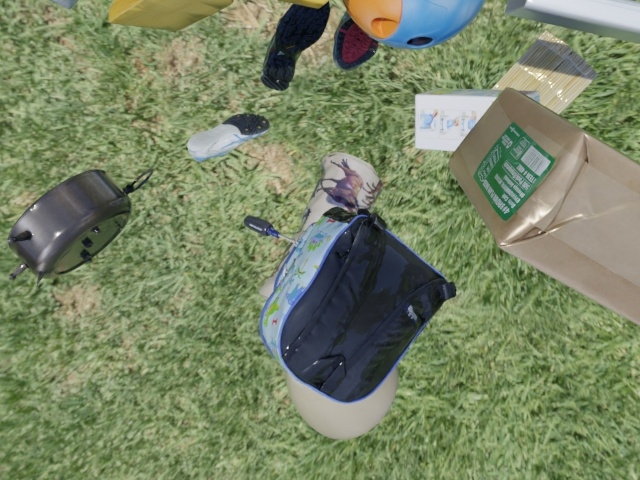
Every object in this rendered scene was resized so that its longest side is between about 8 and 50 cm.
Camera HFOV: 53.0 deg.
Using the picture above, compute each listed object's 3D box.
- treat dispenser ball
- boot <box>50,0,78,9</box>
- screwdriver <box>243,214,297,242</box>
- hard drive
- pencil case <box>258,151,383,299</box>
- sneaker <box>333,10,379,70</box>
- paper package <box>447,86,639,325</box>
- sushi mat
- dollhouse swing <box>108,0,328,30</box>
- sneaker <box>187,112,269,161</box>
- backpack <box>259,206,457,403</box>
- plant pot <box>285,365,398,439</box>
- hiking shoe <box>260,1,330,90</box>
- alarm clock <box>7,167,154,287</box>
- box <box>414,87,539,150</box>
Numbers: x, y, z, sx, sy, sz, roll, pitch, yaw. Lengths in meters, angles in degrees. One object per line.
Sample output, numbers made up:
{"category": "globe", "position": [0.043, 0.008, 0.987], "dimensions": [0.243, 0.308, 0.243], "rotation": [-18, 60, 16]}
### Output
{"category": "treat dispenser ball", "position": [0.172, -0.498, 1.173], "dimensions": [0.288, 0.288, 0.288], "rotation": [3, 102, 12]}
{"category": "boot", "position": [-0.217, -0.215, 0.342], "dimensions": [0.258, 0.095, 0.123], "rotation": [27, 95, 17]}
{"category": "screwdriver", "position": [-0.052, -0.001, 0.934], "dimensions": [0.170, 0.024, 0.025], "rotation": [29, 86, 37]}
{"category": "hard drive", "position": [0.436, -0.316, 0.928], "dimensions": [0.307, 0.203, 0.040], "rotation": [15, 108, 3]}
{"category": "pencil case", "position": [0.000, 0.000, 1.522], "dimensions": [0.160, 0.183, 0.410], "rotation": [27, 84, -15]}
{"category": "sneaker", "position": [0.085, -0.498, 1.583], "dimensions": [0.104, 0.262, 0.125], "rotation": [27, 148, -12]}
{"category": "paper package", "position": [0.367, -0.054, 0.897], "dimensions": [0.309, 0.325, 0.168], "rotation": [26, 111, -12]}
{"category": "sushi mat", "position": [0.447, -0.299, 1.437], "dimensions": [0.151, 0.019, 0.316], "rotation": [41, 114, -2]}
{"category": "dollhouse swing", "position": [-0.162, -0.545, 1.107], "dimensions": [0.315, 0.305, 0.347], "rotation": [2, 91, 52]}
{"category": "sneaker", "position": [-0.253, -0.286, 1.789], "dimensions": [0.237, 0.086, 0.085], "rotation": [-20, 64, 0]}
{"category": "backpack", "position": [0.015, 0.047, 0.444], "dimensions": [0.105, 0.084, 0.114], "rotation": [39, 79, -23]}
{"category": "plant pot", "position": [0.024, 0.323, 1.585], "dimensions": [0.284, 0.284, 0.191], "rotation": [-30, 136, 17]}
{"category": "hiking shoe", "position": [-0.077, -0.537, 1.663], "dimensions": [0.113, 0.132, 0.304], "rotation": [18, 137, -25]}
{"category": "alarm clock", "position": [-0.255, -0.026, 0.711], "dimensions": [0.064, 0.192, 0.129], "rotation": [45, 147, 0]}
{"category": "box", "position": [0.292, -0.224, 1.197], "dimensions": [0.203, 0.114, 0.103], "rotation": [10, 112, 32]}
